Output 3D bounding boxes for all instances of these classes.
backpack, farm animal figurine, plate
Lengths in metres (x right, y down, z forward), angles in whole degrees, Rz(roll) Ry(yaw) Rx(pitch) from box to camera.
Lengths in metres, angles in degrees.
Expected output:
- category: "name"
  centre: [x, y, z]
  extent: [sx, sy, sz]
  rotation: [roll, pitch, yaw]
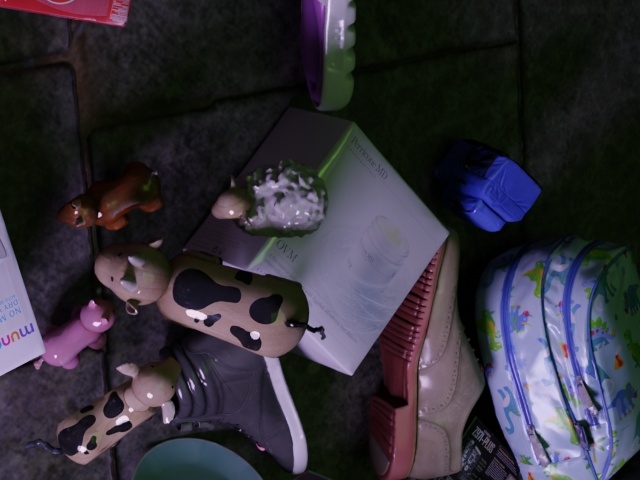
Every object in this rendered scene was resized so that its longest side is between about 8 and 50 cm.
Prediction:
- category: "backpack"
  centre: [0.341, 0.166, 2.206]
  extent: [0.290, 0.273, 0.355]
  rotation: [-30, 91, -46]
- category: "farm animal figurine"
  centre: [-0.158, 0.075, 1.742]
  extent: [0.327, 0.172, 0.330]
  rotation: [1, 87, 5]
- category: "plate"
  centre: [-0.140, 0.317, 1.935]
  extent: [0.188, 0.188, 0.024]
  rotation: [-6, 144, -37]
- category: "backpack"
  centre: [0.204, -0.075, 2.120]
  extent: [0.101, 0.120, 0.098]
  rotation: [-49, 129, -6]

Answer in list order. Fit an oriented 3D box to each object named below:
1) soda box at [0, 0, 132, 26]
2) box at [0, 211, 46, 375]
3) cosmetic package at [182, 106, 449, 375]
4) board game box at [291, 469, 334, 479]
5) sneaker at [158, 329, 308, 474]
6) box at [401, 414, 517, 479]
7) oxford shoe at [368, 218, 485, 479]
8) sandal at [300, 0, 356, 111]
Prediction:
- category: "soda box"
  centre: [-0.321, -0.279, 1.668]
  extent: [0.263, 0.092, 0.083]
  rotation: [6, 97, -39]
- category: "box"
  centre: [-0.443, 0.057, 1.637]
  extent: [0.262, 0.127, 0.231]
  rotation: [-27, 115, -32]
- category: "cosmetic package"
  centre: [0.000, 0.000, 1.965]
  extent: [0.224, 0.138, 0.224]
  rotation: [46, 71, -36]
- category: "board game box"
  centre: [0.001, 0.377, 2.127]
  extent: [0.169, 0.033, 0.133]
  rotation: [29, 83, -40]
- category: "sneaker"
  centre: [-0.109, 0.197, 1.963]
  extent: [0.147, 0.104, 0.295]
  rotation: [-24, 134, -6]
- category: "box"
  centre: [0.193, 0.335, 2.239]
  extent: [0.180, 0.077, 0.147]
  rotation: [46, 72, -36]
- category: "oxford shoe"
  centre: [0.148, 0.140, 2.109]
  extent: [0.130, 0.123, 0.348]
  rotation: [4, 105, -19]
- category: "sandal"
  centre: [-0.026, -0.343, 1.860]
  extent: [0.102, 0.169, 0.416]
  rotation: [-10, 108, -11]
